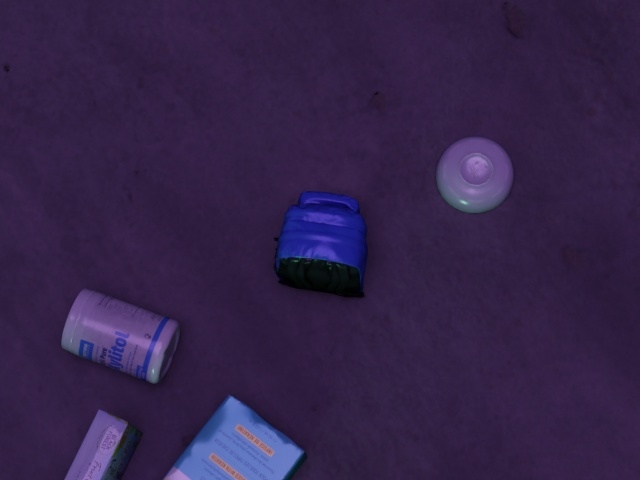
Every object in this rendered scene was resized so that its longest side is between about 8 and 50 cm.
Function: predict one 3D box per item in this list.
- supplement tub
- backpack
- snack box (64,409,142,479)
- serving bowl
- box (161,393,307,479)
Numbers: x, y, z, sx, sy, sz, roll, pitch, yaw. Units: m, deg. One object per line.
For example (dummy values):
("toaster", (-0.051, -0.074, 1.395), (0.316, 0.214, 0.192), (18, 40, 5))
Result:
("supplement tub", (-0.204, 0.098, 1.917), (0.107, 0.071, 0.071), (19, 80, 6))
("backpack", (0.000, 0.000, 1.904), (0.098, 0.120, 0.101), (3, 79, 3))
("snack box", (-0.230, 0.245, 1.872), (0.037, 0.100, 0.141), (24, 80, 7))
("serving bowl", (0.163, -0.072, 1.960), (0.083, 0.027, 0.083), (0, 78, 1))
("box", (-0.126, 0.281, 1.881), (0.100, 0.060, 0.244), (36, 82, 9))
